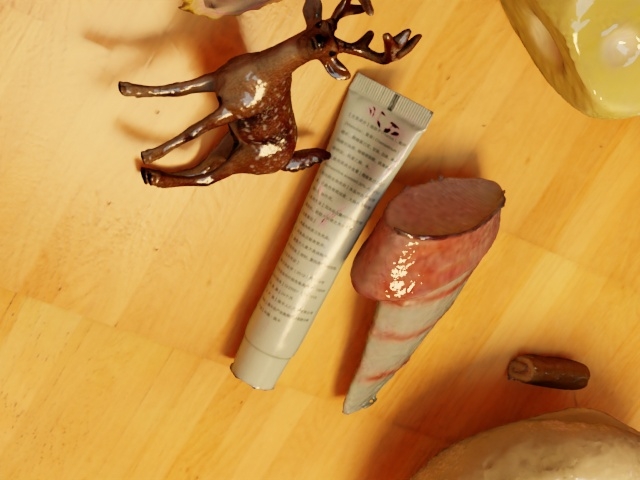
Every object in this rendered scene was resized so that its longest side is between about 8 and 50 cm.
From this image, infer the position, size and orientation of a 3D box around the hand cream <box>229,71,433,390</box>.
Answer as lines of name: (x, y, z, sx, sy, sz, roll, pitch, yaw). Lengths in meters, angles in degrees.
hand cream: (0.000, 0.000, 1.625, 0.331, 0.085, 0.058, -64, 166, 21)

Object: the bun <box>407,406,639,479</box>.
bun: (0.241, 0.324, 1.828, 0.365, 0.219, 0.365, -2, 121, -4)

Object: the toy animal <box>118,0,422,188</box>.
toy animal: (-0.045, -0.134, 1.482, 0.260, 0.087, 0.243, -19, 161, -7)

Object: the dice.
dice: (0.273, -0.231, 1.549, 0.169, 0.166, 0.169, -34, 126, -3)

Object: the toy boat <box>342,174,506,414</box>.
toy boat: (0.094, 0.066, 1.694, 0.206, 0.096, 0.282, -26, 143, -42)

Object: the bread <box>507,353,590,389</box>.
bread: (0.253, 0.145, 1.836, 0.083, 0.047, 0.036, 8, 84, -29)

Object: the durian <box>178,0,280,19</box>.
durian: (-0.057, -0.255, 1.407, 0.182, 0.132, 0.165, -39, 130, -23)
